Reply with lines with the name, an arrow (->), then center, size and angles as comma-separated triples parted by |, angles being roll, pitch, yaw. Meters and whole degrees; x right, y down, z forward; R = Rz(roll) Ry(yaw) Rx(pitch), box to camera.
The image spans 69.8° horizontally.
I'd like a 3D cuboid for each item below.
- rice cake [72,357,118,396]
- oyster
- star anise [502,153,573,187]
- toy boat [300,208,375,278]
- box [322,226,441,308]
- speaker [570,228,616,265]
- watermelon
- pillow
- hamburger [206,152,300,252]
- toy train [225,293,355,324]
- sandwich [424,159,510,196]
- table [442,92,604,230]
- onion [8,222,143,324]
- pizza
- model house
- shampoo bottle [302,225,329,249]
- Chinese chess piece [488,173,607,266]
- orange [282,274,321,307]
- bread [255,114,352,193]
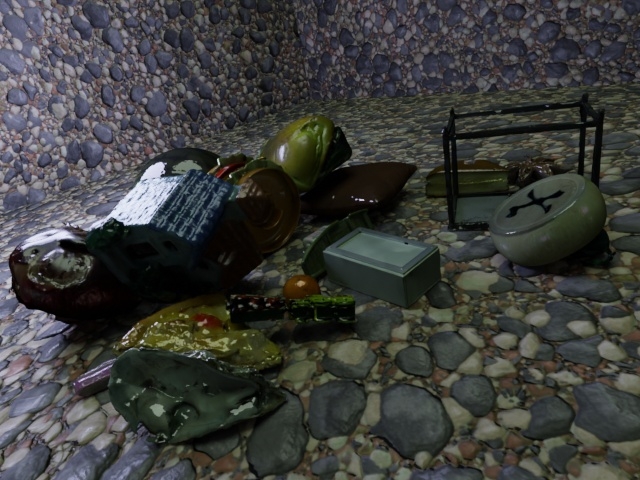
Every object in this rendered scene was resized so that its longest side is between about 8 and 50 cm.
rice cake -> -0.367, 0.243, 0.884 | 0.206, 0.036, 0.047 | -20, 22, -17
oyster -> -0.211, 0.232, 0.734 | 0.252, 0.199, 0.087 | -30, -16, -3
star anise -> 0.635, -0.201, 1.357 | 0.207, 0.063, 0.171 | -25, 32, -33
toy boat -> 0.035, 0.007, 1.144 | 0.055, 0.093, 0.293 | -13, 18, 44
box -> 0.132, 0.052, 1.010 | 0.225, 0.086, 0.129 | 16, 37, 43
speaker -> 0.558, 0.018, 0.949 | 0.075, 0.060, 0.095 | -12, 60, 0
watermelon -> -0.405, -0.149, 1.434 | 0.359, 0.279, 0.279 | 0, 27, 16
pillow -> 0.109, -0.158, 1.424 | 0.307, 0.109, 0.305 | -1, 28, 33
hamburger -> -0.211, -0.101, 1.265 | 0.212, 0.275, 0.274 | 18, 38, 39
toy train -> -0.055, 0.130, 0.881 | 0.249, 0.053, 0.085 | 2, 3, -8
sandwich -> 0.437, -0.187, 1.372 | 0.244, 0.090, 0.088 | 0, 30, 23
table -> 0.490, -0.194, 1.150 | 0.334, 0.273, 0.222 | -1, 27, 21
onion -> -0.553, 0.091, 1.081 | 0.313, 0.233, 0.314 | 10, 9, -2
pizza -> -0.191, 0.173, 0.876 | 0.287, 0.075, 0.280 | 9, 19, 20
model house -> -0.249, 0.002, 1.000 | 0.329, 0.295, 0.252 | -6, 41, 26
shampoo bottle -> 0.000, 0.000, 1.224 | 0.072, 0.043, 0.099 | 13, 35, 43
Chinese chess piece -> 0.469, -0.045, 0.971 | 0.237, 0.092, 0.238 | -36, 15, 11
orange -> -0.039, 0.112, 0.966 | 0.083, 0.084, 0.083 | -9, 25, 5
bread -> -0.069, -0.259, 1.457 | 0.251, 0.208, 0.376 | -44, 16, -14
